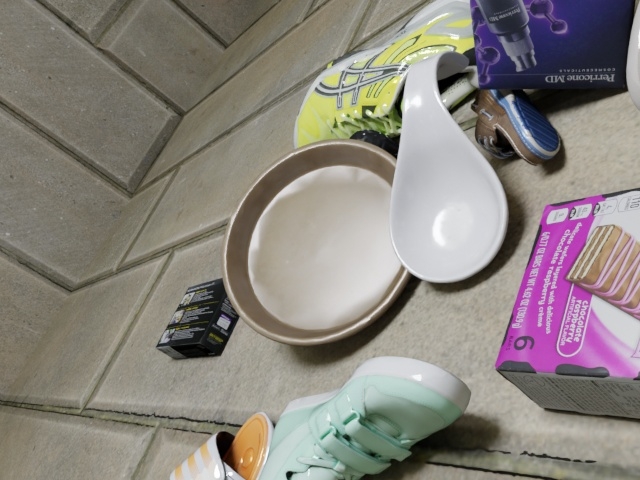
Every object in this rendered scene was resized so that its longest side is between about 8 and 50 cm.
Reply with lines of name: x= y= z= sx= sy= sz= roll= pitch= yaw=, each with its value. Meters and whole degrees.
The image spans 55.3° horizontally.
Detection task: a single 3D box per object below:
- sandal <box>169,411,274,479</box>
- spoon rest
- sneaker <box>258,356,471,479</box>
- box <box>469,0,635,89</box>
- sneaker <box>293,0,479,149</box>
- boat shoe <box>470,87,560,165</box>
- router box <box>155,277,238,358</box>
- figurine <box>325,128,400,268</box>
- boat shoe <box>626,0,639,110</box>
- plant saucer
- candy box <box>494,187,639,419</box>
sandal: x=-0.150 y=0.311 z=0.709 sx=0.265 sy=0.076 sz=0.102 roll=-54 pitch=26 yaw=-4
spoon rest: x=0.130 y=-0.089 z=0.668 sx=0.137 sy=0.084 sz=0.276 roll=-16 pitch=65 yaw=37
sneaker: x=0.026 y=0.201 z=0.534 sx=0.256 sy=0.094 sz=0.151 roll=-39 pitch=21 yaw=47
box: x=0.233 y=-0.263 z=0.608 sx=0.153 sy=0.207 sz=0.108 roll=5 pitch=52 yaw=26
sneaker: x=0.089 y=-0.213 z=0.915 sx=0.385 sy=0.145 sz=0.147 roll=-33 pitch=31 yaw=38
boat shoe: x=0.215 y=-0.128 z=0.696 sx=0.066 sy=0.066 sz=0.183 roll=-52 pitch=20 yaw=30
router box: x=-0.206 y=0.136 z=1.067 sx=0.179 sy=0.046 sz=0.133 roll=-16 pitch=43 yaw=51
figurine: x=0.008 y=-0.036 z=0.895 sx=0.215 sy=0.092 sz=0.209 roll=-13 pitch=50 yaw=55
boat shoe: x=0.364 y=-0.254 z=0.569 sx=0.158 sy=0.127 sz=0.340 roll=18 pitch=-83 yaw=-84
plant saucer: x=0.000 y=0.000 z=0.775 sx=0.278 sy=0.041 sz=0.278 roll=-10 pitch=64 yaw=22
candy box: x=0.247 y=0.037 z=0.407 sx=0.233 sy=0.071 sz=0.159 roll=-12 pitch=46 yaw=53
